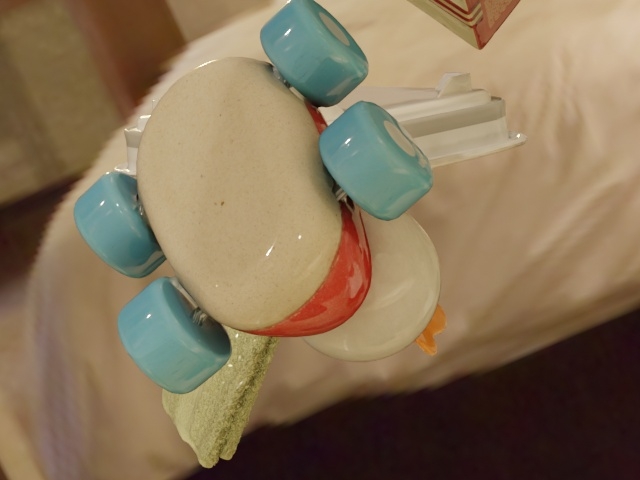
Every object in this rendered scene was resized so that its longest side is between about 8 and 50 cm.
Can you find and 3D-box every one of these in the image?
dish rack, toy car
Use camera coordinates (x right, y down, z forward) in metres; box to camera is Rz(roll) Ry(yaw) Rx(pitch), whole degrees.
[{"bbox_3d":[-0.008,-0.108,1.753,0.286,0.072,0.333,-15,13,-36],"label":"dish rack"},{"bbox_3d":[0.000,0.000,1.288,0.219,0.238,0.210,-41,48,16],"label":"toy car"}]

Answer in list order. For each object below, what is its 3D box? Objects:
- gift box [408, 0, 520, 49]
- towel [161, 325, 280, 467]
[{"bbox_3d":[0.120,-0.389,1.919,0.255,0.258,0.276,-52,-16,-8],"label":"gift box"},{"bbox_3d":[-0.080,0.096,1.513,0.027,0.148,0.110,13,18,-37],"label":"towel"}]
